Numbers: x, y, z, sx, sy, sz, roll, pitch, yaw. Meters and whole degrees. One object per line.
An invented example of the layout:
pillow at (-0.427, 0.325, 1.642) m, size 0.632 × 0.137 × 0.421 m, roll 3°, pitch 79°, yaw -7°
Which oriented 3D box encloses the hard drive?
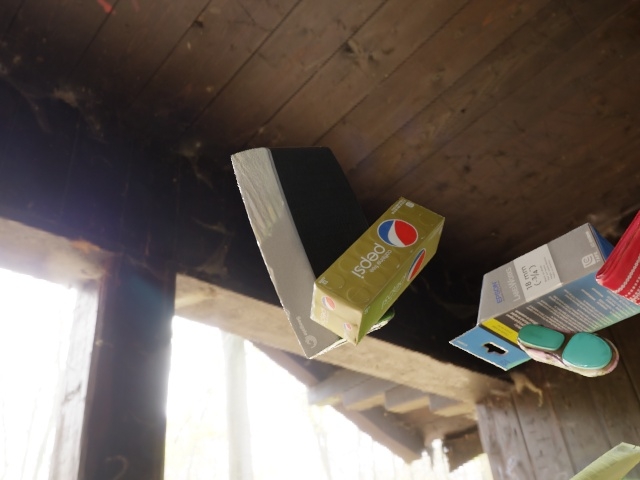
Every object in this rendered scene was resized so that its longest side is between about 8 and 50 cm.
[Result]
hard drive at (0.000, 0.000, 0.770) m, size 0.054 × 0.255 × 0.172 m, roll -27°, pitch -10°, yaw 37°

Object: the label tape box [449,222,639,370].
label tape box at (0.445, 0.124, 1.255) m, size 0.333 × 0.106 × 0.240 m, roll -33°, pitch -43°, yaw 30°

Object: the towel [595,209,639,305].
towel at (0.553, 0.032, 0.902) m, size 0.274 × 0.031 × 0.199 m, roll 26°, pitch -77°, yaw -11°

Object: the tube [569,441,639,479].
tube at (0.545, 0.480, 1.251) m, size 0.240 × 0.070 × 0.062 m, roll -33°, pitch -52°, yaw -13°

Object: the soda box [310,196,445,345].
soda box at (0.066, 0.029, 0.690) m, size 0.061 × 0.181 × 0.058 m, roll 28°, pitch -42°, yaw 22°

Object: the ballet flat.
ballet flat at (0.441, 0.199, 1.099) m, size 0.079 × 0.077 × 0.221 m, roll 44°, pitch -15°, yaw -20°
